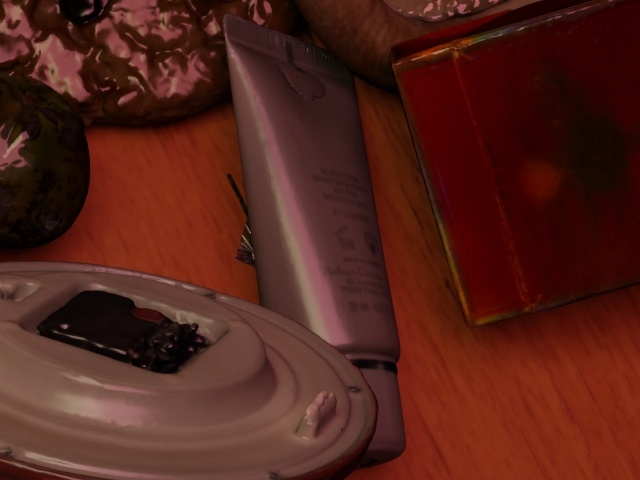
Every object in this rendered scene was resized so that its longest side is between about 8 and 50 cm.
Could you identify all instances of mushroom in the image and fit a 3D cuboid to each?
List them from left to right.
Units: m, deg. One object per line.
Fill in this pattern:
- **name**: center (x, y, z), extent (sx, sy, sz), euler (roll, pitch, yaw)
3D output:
- **mushroom**: center (0.090, -0.175, 1.424), extent (0.286, 0.156, 0.151), euler (13, 87, -16)

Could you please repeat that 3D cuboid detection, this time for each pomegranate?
- **pomegranate**: center (-0.228, -0.038, 1.316), extent (0.138, 0.125, 0.163), euler (29, 68, -14)

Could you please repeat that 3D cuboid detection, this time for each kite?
- **kite**: center (-0.042, -0.012, 1.409), extent (0.044, 0.002, 0.078), euler (-3, 72, -12)

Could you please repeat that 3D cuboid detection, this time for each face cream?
- **face cream**: center (0.000, 0.000, 1.361), extent (0.143, 0.089, 0.314), euler (13, 64, -49)

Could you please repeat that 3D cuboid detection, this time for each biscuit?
- **biscuit**: center (-0.149, -0.213, 1.421), extent (0.296, 0.075, 0.295), euler (3, 72, -10)

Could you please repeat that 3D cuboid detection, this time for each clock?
- **clock**: center (-0.122, 0.078, 1.180), extent (0.319, 0.318, 0.080), euler (10, 111, -8)

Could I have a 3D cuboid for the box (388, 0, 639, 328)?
- **box**: center (0.222, -0.079, 1.344), extent (0.313, 0.089, 0.197), euler (-16, 103, 7)
